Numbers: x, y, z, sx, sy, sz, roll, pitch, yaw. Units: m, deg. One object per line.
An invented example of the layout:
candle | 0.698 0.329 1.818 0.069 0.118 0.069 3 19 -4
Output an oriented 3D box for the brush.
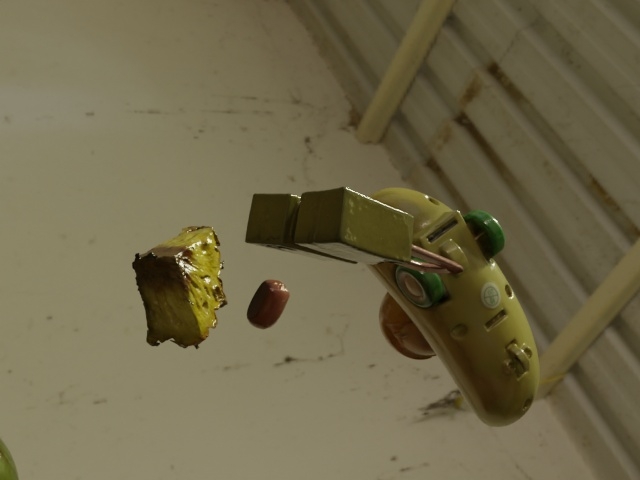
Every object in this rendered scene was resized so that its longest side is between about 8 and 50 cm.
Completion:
brush | 0.052 0.002 0.725 0.103 0.233 0.047 1 -100 42

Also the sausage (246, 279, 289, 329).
sausage | -0.092 0.116 1.444 0.059 0.054 0.094 25 -93 52

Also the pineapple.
pineapple | -0.147 0.037 0.829 0.069 0.116 0.137 -6 -119 19

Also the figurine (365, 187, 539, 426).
figurine | 0.143 0.084 0.974 0.324 0.124 0.222 59 -26 -9

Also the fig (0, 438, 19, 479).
fig | -0.421 0.287 0.886 0.181 0.181 0.191 39 -24 46
